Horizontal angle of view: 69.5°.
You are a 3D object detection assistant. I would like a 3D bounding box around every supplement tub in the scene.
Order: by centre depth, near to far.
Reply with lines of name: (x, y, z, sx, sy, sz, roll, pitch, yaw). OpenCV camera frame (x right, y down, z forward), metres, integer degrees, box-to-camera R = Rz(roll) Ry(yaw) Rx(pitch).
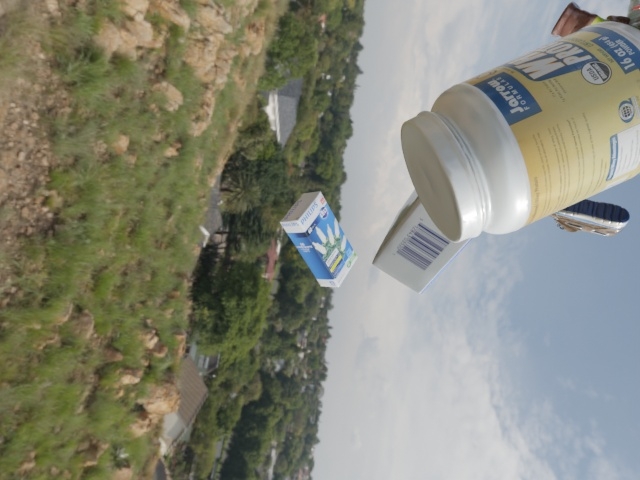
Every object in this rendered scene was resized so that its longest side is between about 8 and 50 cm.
supplement tub: (0.191, -0.093, 0.426, 0.144, 0.199, 0.145, 156, -90, -89)

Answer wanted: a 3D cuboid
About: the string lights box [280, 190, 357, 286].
string lights box: (0.000, 0.000, 1.357, 0.133, 0.076, 0.260, -55, 128, -34)

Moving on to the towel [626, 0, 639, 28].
towel: (0.806, -0.559, 0.969, 0.040, 0.271, 0.370, 51, 53, -24)

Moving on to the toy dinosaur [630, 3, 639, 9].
toy dinosaur: (0.576, -0.393, 0.765, 0.090, 0.082, 0.047, -53, 168, 11)

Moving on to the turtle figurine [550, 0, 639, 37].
turtle figurine: (0.354, -0.195, 0.468, 0.087, 0.217, 0.270, -47, 165, -32)

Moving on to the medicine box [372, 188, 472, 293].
medicine box: (0.286, -0.064, 1.143, 0.289, 0.149, 0.264, -54, 176, -48)

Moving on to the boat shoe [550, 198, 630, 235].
boat shoe: (0.501, -0.049, 0.919, 0.066, 0.183, 0.066, -51, 151, -31)
